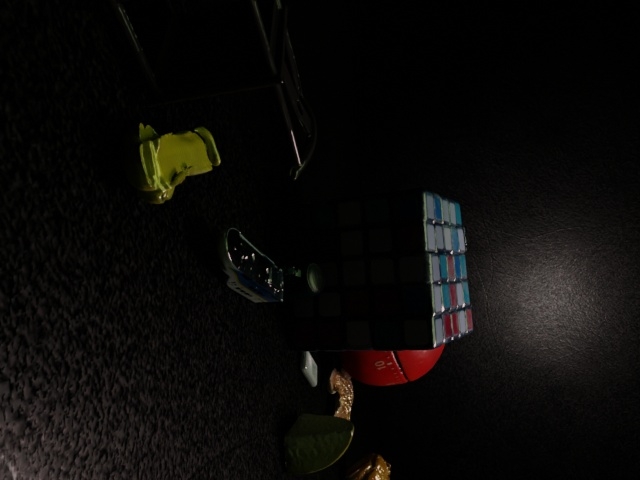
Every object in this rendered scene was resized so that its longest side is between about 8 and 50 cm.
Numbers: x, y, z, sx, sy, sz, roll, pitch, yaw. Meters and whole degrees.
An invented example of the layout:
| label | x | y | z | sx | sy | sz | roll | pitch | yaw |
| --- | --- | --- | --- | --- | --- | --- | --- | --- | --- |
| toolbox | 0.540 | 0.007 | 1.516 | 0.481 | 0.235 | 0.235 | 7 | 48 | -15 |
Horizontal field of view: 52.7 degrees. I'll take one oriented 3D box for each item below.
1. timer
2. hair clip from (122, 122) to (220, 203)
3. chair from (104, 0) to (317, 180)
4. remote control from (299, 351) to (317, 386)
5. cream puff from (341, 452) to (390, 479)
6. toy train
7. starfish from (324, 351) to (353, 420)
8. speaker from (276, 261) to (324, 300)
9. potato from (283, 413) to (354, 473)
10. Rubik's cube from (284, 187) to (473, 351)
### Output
| label | x | y | z | sx | sy | sz | roll | pitch | yaw |
| --- | --- | --- | --- | --- | --- | --- | --- | --- | --- |
| timer | 0.162 | 0.174 | 1.634 | 0.378 | 0.279 | 0.377 | -18 | 90 | -80 |
| hair clip | -0.144 | -0.080 | 0.608 | 0.173 | 0.046 | 0.072 | -70 | 145 | -72 |
| chair | -0.098 | -0.196 | 0.637 | 0.260 | 0.142 | 0.154 | 74 | 12 | -45 |
| remote control | -0.024 | 0.260 | 1.329 | 0.124 | 0.018 | 0.053 | 70 | 19 | -60 |
| cream puff | 0.125 | 0.645 | 1.740 | 0.144 | 0.126 | 0.103 | -22 | 77 | -48 |
| toy train | -0.100 | 0.034 | 0.830 | 0.234 | 0.051 | 0.052 | 51 | 35 | -69 |
| starfish | 0.055 | 0.414 | 1.648 | 0.299 | 0.060 | 0.302 | -87 | 170 | -53 |
| speaker | -0.044 | 0.072 | 1.113 | 0.094 | 0.075 | 0.060 | -1 | 77 | -57 |
| potato | 0.008 | 0.360 | 1.144 | 0.149 | 0.120 | 0.081 | -2 | 86 | -81 |
| Rubik's cube | 0.120 | 0.063 | 1.281 | 0.287 | 0.293 | 0.291 | 6 | 81 | -64 |
